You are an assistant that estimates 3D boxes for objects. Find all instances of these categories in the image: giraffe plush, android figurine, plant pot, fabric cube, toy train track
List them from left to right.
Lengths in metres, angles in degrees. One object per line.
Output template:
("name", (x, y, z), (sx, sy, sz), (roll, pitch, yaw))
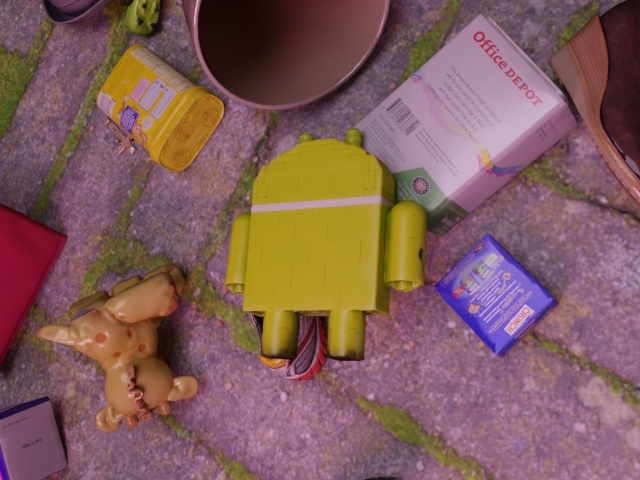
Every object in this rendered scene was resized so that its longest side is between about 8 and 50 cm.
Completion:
("fabric cube", (-0.590, 0.028, 1.184), (0.259, 0.258, 0.254), (21, 81, 29))
("toy train track", (-0.309, -0.161, 1.237), (0.048, 0.014, 0.083), (-49, 62, 9))
("giraffe plush", (-0.246, 0.148, 1.065), (0.181, 0.210, 0.170), (-20, 99, 18))
("plant pot", (-0.083, -0.353, 1.056), (0.256, 0.256, 0.274), (-43, 47, 12))
("android figurine", (0.000, 0.000, 0.921), (0.248, 0.056, 0.273), (-5, 72, 26))

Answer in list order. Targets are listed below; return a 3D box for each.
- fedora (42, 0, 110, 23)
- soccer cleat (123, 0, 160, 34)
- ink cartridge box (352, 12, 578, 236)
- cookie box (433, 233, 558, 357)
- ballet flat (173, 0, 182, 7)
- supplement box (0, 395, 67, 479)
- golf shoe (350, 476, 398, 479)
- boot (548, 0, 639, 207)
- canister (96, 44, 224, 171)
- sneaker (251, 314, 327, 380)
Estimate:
("fedora", (-0.385, -0.482, 1.265), (0.275, 0.124, 0.244), (-47, 52, 16))
("soccer cleat", (-0.260, -0.404, 1.236), (0.072, 0.060, 0.179), (30, 101, 46))
("ink cartridge box", (0.165, -0.132, 0.946), (0.212, 0.093, 0.154), (-42, 65, 15))
("cookie box", (0.198, 0.063, 0.915), (0.092, 0.040, 0.107), (-46, 63, 10))
("ballet flat", (-0.164, -0.418, 1.195), (0.057, 0.052, 0.168), (30, 100, -11))
("supplement box", (-0.493, 0.308, 1.156), (0.220, 0.111, 0.114), (-15, 89, 24))
("golf shoe", (0.002, 0.369, 0.926), (0.273, 0.105, 0.120), (-40, 80, 20))
("boot", (0.377, -0.163, 0.846), (0.207, 0.090, 0.248), (-30, 63, 20))
("canister", (-0.237, -0.196, 1.175), (0.170, 0.073, 0.126), (39, 97, 29))
("sneaker", (-0.041, 0.058, 1.007), (0.088, 0.093, 0.225), (-14, 72, 25))
